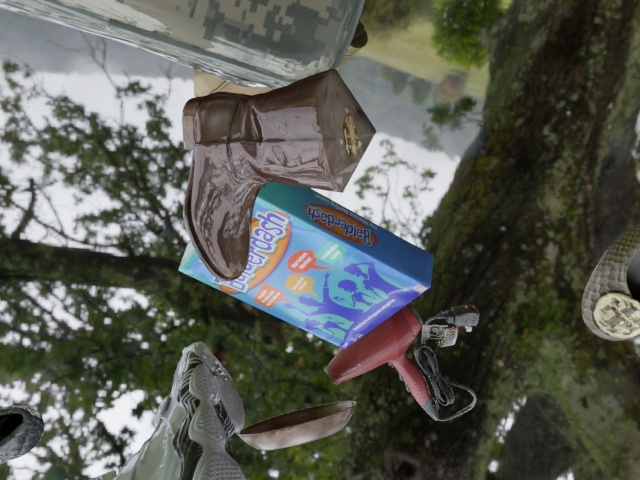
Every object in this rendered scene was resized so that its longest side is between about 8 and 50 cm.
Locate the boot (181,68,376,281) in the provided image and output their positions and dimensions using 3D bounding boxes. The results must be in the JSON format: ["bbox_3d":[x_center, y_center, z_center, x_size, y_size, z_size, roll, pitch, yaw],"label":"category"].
[{"bbox_3d":[-0.021,-0.026,0.365,0.114,0.106,0.037,4,-160,42],"label":"boot"}]

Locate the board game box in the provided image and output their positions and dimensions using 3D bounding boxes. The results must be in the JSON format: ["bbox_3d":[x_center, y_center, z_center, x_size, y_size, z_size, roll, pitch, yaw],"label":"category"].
[{"bbox_3d":[-0.017,0.023,0.756,0.210,0.160,0.047,27,-132,-16],"label":"board game box"}]

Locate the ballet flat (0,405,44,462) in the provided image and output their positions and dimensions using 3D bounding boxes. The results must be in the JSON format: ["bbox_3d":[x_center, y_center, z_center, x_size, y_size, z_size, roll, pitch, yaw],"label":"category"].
[{"bbox_3d":[-0.299,0.151,0.556,0.173,0.049,0.057,-11,-124,-14],"label":"ballet flat"}]

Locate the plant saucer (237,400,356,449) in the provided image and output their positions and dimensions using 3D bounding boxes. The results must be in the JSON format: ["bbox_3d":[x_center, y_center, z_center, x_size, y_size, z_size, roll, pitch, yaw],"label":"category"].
[{"bbox_3d":[-0.034,0.302,1.197,0.199,0.036,0.198,-13,175,-1],"label":"plant saucer"}]

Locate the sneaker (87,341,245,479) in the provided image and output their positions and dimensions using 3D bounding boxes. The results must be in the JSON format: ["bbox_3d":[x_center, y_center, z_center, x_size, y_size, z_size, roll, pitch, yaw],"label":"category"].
[{"bbox_3d":[-0.224,0.301,1.053,0.210,0.137,0.365,-27,-148,6],"label":"sneaker"}]

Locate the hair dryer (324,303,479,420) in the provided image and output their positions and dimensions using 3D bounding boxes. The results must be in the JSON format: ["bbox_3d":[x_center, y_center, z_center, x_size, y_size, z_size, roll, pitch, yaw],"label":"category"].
[{"bbox_3d":[0.151,0.219,1.307,0.294,0.223,0.080,3,-176,-12],"label":"hair dryer"}]

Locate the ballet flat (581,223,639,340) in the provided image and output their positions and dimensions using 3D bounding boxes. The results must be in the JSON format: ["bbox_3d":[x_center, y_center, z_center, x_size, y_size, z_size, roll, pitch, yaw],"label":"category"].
[{"bbox_3d":[0.321,0.002,0.621,0.084,0.250,0.058,41,-153,-3],"label":"ballet flat"}]

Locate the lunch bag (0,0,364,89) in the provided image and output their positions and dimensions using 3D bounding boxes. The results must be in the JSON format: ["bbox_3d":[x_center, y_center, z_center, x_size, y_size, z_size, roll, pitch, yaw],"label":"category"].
[{"bbox_3d":[-0.136,-0.241,0.515,0.305,0.212,0.256,12,-172,-27],"label":"lunch bag"}]

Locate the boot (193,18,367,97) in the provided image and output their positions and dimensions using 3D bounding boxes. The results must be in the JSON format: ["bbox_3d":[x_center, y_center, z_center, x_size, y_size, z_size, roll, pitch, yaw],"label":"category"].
[{"bbox_3d":[-0.094,-0.287,1.016,0.270,0.236,0.089,-26,-177,41],"label":"boot"}]
